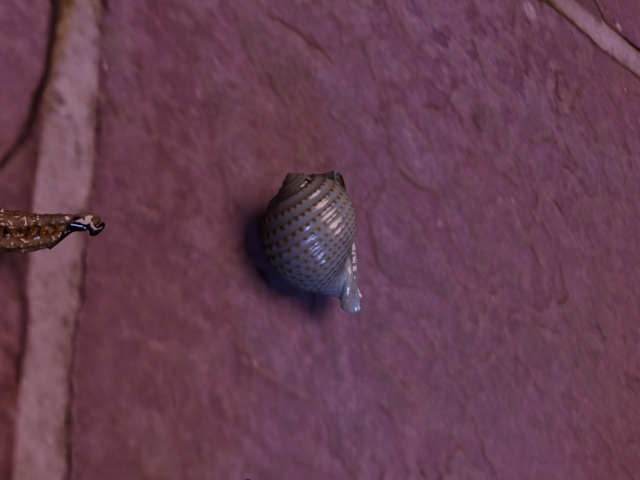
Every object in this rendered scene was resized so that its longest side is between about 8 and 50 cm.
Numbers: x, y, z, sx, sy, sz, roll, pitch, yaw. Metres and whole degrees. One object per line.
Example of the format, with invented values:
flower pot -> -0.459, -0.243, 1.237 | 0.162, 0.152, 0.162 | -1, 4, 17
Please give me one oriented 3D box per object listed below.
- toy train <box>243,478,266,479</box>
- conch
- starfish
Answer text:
toy train -> -0.073, 0.247, 0.424 | 0.237, 0.150, 0.369 | 26, 54, -33
conch -> -0.004, -0.001, 0.721 | 0.076, 0.057, 0.085 | -64, 152, -65
starfish -> -0.159, -0.005, 0.549 | 0.130, 0.041, 0.133 | 5, 72, -39
